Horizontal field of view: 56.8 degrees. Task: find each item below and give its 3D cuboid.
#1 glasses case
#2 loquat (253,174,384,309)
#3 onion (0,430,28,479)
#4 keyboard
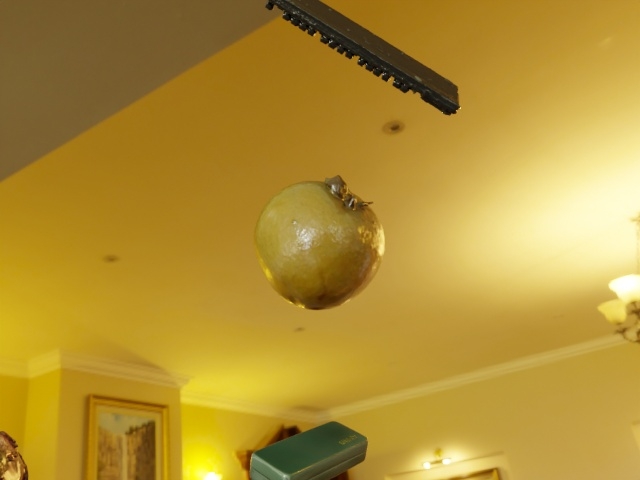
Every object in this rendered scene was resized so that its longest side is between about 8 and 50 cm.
[{"bbox_3d":[-0.013,0.318,0.872,0.078,0.039,0.184,15,11,40],"label":"glasses case"},{"bbox_3d":[0.000,0.000,1.197,0.275,0.274,0.274,-7,-27,-4],"label":"loquat"},{"bbox_3d":[-0.596,0.415,1.014,0.147,0.184,0.184,-38,-26,-8],"label":"onion"},{"bbox_3d":[0.042,-0.175,0.537,0.196,0.060,0.018,30,-52,-7],"label":"keyboard"}]
